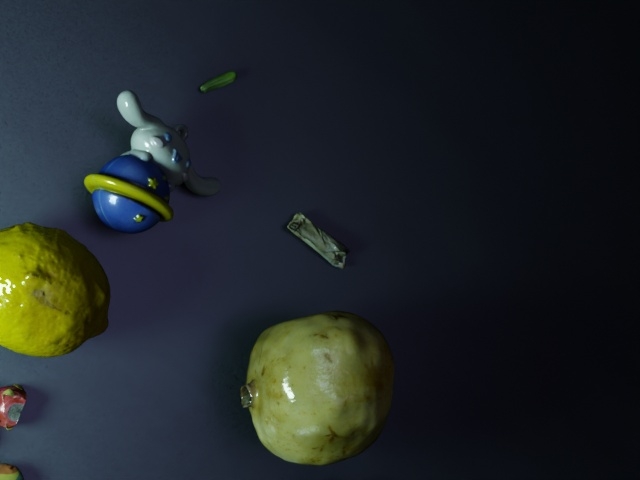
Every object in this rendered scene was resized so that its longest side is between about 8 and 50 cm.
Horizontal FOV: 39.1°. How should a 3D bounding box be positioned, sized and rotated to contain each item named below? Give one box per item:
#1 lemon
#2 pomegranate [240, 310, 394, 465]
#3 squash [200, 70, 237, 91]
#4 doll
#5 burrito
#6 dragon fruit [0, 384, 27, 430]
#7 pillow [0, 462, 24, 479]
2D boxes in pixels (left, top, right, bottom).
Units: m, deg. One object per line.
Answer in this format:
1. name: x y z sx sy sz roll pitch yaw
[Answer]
1. lemon: -0.511 0.093 1.635 0.288 0.233 0.234 31 74 -25
2. pomegranate: -0.010 0.291 1.848 0.332 0.332 0.333 2 87 -28
3. squash: -0.218 -0.339 1.926 0.089 0.027 0.027 -25 99 -22
4. doll: -0.339 -0.117 1.802 0.311 0.159 0.243 29 60 -48
5. burrito: -0.001 0.000 2.019 0.171 0.042 0.051 36 69 -19
6. dragon fruit: -0.588 0.306 1.679 0.060 0.056 0.083 29 76 -25
7. pillow: -0.670 0.434 1.618 0.214 0.086 0.233 -40 103 -30
